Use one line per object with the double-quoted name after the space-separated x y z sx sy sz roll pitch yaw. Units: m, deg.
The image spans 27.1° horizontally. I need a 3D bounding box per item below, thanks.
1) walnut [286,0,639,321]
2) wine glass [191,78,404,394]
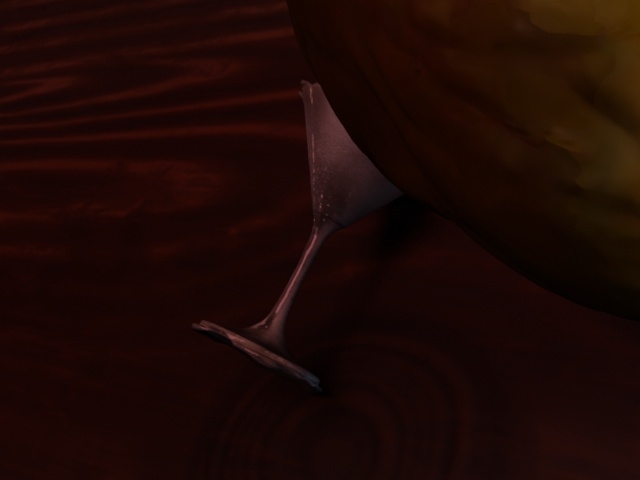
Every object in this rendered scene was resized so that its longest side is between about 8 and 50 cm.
0.171 -0.129 0.533 0.354 0.398 0.308 -120 28 -57 "walnut"
0.000 0.000 0.863 0.122 0.122 0.183 14 75 52 "wine glass"
